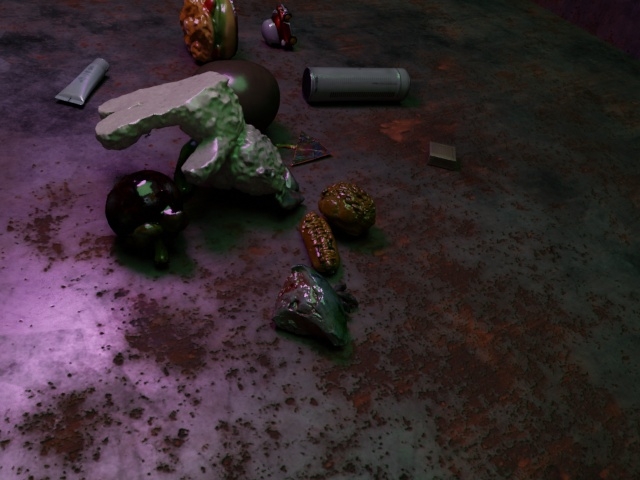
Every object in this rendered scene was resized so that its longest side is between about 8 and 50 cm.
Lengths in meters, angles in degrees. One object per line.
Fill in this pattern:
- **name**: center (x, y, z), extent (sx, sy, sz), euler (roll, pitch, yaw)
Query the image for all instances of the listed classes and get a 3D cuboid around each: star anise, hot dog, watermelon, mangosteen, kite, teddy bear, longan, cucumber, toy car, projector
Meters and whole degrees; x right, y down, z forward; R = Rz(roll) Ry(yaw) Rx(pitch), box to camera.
- **star anise**: center (0.012, 0.121, 1.289), extent (0.140, 0.042, 0.141), euler (8, 39, -6)
- **hot dog**: center (0.000, 0.000, 1.413), extent (0.072, 0.055, 0.188), euler (-4, 44, -17)
- **watermelon**: center (-0.029, 0.133, 1.217), extent (0.139, 0.071, 0.187), euler (-28, 64, -3)
- **mangosteen**: center (-0.356, -0.061, 1.311), extent (0.184, 0.173, 0.172), euler (28, 42, 12)
- **kite**: center (-0.045, -0.253, 1.725), extent (0.159, 0.010, 0.190), euler (12, 39, 0)
- **teddy bear**: center (-0.267, -0.186, 1.450), extent (0.375, 0.362, 0.327), euler (-21, 33, -3)
- **longan**: center (-0.231, -0.377, 1.658), extent (0.246, 0.215, 0.246), euler (28, 27, -15)
- **cucumber**: center (-0.328, -0.188, 1.542), extent (0.055, 0.056, 0.250), euler (8, 41, -6)
- **toy car**: center (-0.151, -0.733, 2.161), extent (0.112, 0.139, 0.112), euler (-16, 40, -5)
- **projector**: center (0.112, -0.491, 1.967), extent (0.337, 0.108, 0.108), euler (-5, 44, -20)

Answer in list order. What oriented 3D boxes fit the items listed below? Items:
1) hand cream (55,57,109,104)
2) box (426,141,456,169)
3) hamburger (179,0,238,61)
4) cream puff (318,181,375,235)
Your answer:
- **hand cream**: center (-0.656, -0.442, 1.746), extent (0.078, 0.050, 0.205), euler (17, 45, 0)
- **box**: center (0.349, -0.247, 1.806), extent (0.079, 0.035, 0.083), euler (14, 40, 0)
- **hamburger**: center (-0.362, -0.679, 1.968), extent (0.148, 0.237, 0.237), euler (-13, 47, -22)
- **cream puff**: center (0.068, -0.080, 1.471), extent (0.144, 0.103, 0.126), euler (38, 20, 15)
